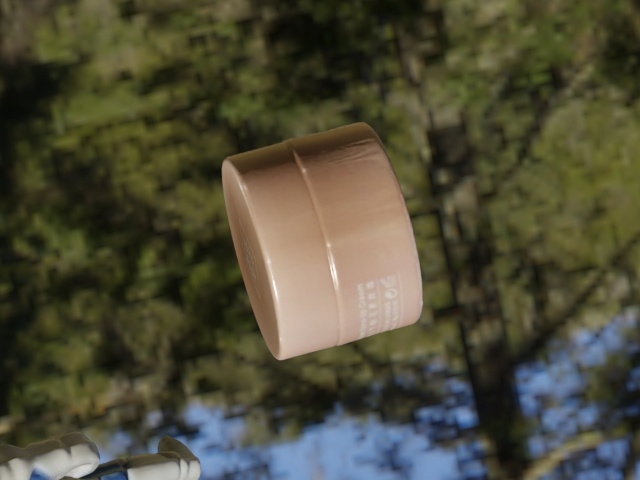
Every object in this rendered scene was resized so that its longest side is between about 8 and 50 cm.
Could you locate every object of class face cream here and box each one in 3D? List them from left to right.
[{"bbox_3d":[0.000,0.000,1.386,0.104,0.149,0.149,-15,-171,-9],"label":"face cream"}]

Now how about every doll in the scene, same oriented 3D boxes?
[{"bbox_3d":[-0.151,0.117,0.815,0.114,0.057,0.227,-47,154,26],"label":"doll"}]
